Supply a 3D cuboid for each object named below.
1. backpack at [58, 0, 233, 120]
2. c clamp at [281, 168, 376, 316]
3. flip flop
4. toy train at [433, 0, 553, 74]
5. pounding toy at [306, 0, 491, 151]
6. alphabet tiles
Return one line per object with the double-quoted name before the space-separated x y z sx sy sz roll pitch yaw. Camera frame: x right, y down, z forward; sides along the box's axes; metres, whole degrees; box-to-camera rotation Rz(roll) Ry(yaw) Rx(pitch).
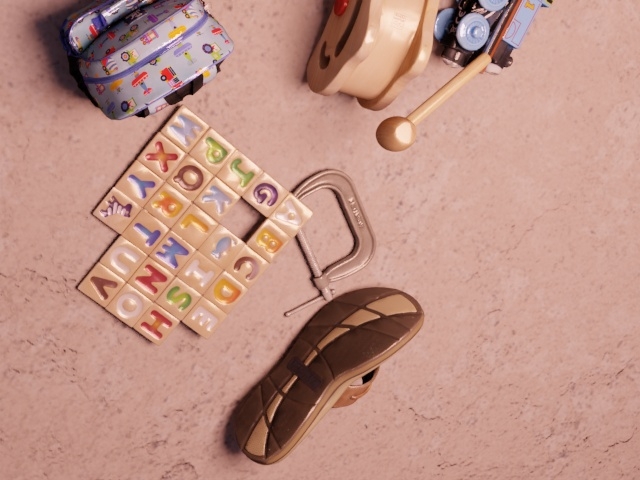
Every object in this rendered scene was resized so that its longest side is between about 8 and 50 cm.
"backpack" -0.172 -0.192 0.952 0.158 0.173 0.117 -32 114 -7
"c clamp" 0.000 0.000 1.152 0.137 0.022 0.160 -22 112 -12
"flip flop" 0.014 0.167 1.171 0.277 0.112 0.080 -47 140 -4
"toy train" 0.209 -0.276 1.114 0.105 0.080 0.184 22 97 -29
"pounding toy" 0.087 -0.220 1.059 0.155 0.154 0.269 14 82 -22
"alphabet tiles" -0.156 -0.002 1.093 0.198 0.009 0.237 39 93 -19
